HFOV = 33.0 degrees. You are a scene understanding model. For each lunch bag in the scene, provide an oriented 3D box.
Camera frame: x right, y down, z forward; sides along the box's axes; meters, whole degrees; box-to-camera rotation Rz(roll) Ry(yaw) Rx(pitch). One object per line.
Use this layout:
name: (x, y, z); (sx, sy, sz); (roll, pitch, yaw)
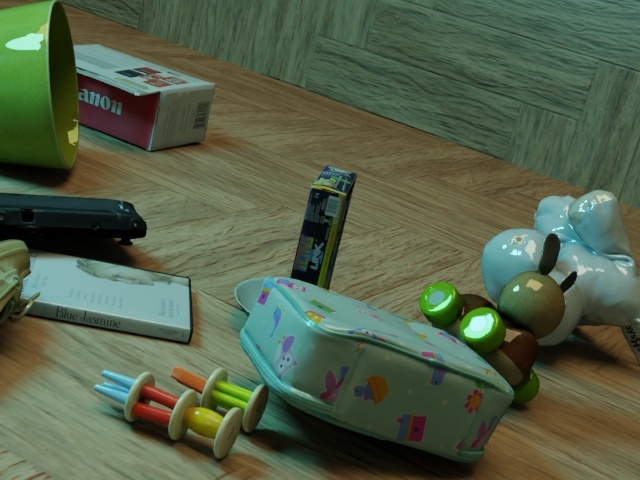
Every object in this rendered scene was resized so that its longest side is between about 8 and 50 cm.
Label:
lunch bag: (0.059, 0.138, 1.185); (0.279, 0.108, 0.224); (21, 5, -24)

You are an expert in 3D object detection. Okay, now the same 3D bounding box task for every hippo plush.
hippo plush: (0.343, 0.083, 1.604); (0.236, 0.234, 0.294); (-17, 74, -30)

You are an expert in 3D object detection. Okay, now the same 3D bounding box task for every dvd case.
dvd case: (-0.284, 0.061, 1.342); (0.253, 0.022, 0.180); (11, 17, -11)

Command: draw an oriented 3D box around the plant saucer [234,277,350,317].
plant saucer: (-0.021, 0.103, 1.408); (0.195, 0.037, 0.195); (14, 17, -4)

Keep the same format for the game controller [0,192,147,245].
game controller: (-0.398, -0.027, 1.444); (0.319, 0.067, 0.166); (3, -5, -37)

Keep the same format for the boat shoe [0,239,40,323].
boat shoe: (-0.368, 0.080, 1.111); (0.089, 0.104, 0.285); (52, 21, -8)

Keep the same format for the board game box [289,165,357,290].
board game box: (0.000, 0.000, 1.398); (0.048, 0.170, 0.141); (14, 16, 3)

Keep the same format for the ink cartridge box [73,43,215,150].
ink cartridge box: (-0.420, -0.293, 2.186); (0.309, 0.130, 0.272); (21, 19, 22)

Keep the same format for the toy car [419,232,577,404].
toy car: (0.246, 0.080, 1.360); (0.149, 0.188, 0.155); (33, -15, 46)

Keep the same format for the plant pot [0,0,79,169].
plant pot: (-0.561, -0.245, 1.747); (0.293, 0.275, 0.275); (-3, 18, -4)

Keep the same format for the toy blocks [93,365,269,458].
toy blocks: (-0.142, 0.157, 1.099); (0.148, 0.054, 0.123); (19, 18, 15)
